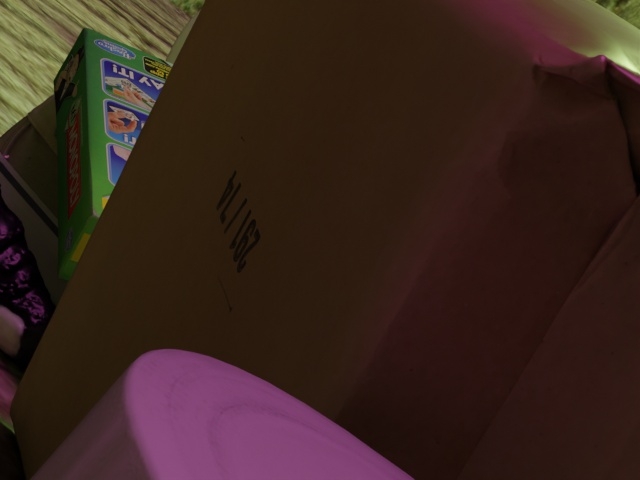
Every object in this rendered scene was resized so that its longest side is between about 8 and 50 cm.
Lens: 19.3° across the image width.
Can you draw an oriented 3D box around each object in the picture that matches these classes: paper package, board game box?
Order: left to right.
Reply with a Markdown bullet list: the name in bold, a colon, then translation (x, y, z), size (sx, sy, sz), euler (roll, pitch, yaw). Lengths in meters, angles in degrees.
- **board game box**: translation (0.000, 0.000, 1.092), size (0.317, 0.046, 0.213), euler (21, 27, -21)
- **paper package**: translation (0.024, 0.041, 0.731), size (0.168, 0.309, 0.325), euler (23, 14, -23)

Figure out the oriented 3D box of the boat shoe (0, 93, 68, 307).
- **boat shoe**: translation (-0.090, 0.033, 1.111), size (0.302, 0.094, 0.109), euler (43, 7, 10)

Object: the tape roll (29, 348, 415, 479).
- **tape roll**: translation (-0.005, 0.166, 0.439), size (0.246, 0.169, 0.246), euler (41, 8, -7)

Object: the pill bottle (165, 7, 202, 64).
- **pill bottle**: translation (0.033, -0.094, 2.048), size (0.407, 0.229, 0.229), euler (44, 7, 18)

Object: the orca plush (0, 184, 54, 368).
- **orca plush**: translation (-0.208, -0.053, 0.947), size (0.287, 0.102, 0.151), euler (44, 7, 12)
